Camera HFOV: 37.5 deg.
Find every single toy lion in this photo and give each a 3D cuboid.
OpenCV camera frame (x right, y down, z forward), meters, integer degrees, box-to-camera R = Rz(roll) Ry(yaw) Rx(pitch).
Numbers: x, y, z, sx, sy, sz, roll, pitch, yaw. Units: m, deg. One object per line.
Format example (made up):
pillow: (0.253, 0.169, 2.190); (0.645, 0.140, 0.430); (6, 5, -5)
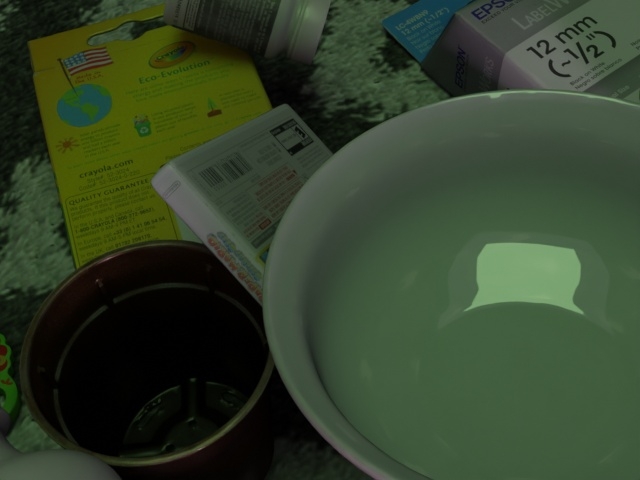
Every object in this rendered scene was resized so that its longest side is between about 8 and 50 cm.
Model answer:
toy lion: (-0.284, 0.118, 0.765); (0.100, 0.034, 0.096); (25, 54, 19)

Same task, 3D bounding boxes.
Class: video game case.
video game case: (0.000, 0.000, 0.689); (0.206, 0.026, 0.227); (48, 24, -1)

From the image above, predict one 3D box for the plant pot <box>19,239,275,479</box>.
plant pot: (-0.102, 0.114, 0.666); (0.167, 0.165, 0.167); (-3, 53, 4)

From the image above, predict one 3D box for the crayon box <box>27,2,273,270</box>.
crayon box: (-0.136, -0.079, 0.852); (0.202, 0.081, 0.318); (-17, 57, -7)

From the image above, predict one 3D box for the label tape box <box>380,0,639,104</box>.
label tape box: (0.255, -0.197, 0.881); (0.249, 0.115, 0.347); (-32, 61, -16)

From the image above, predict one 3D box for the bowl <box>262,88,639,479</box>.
bowl: (0.122, 0.055, 0.544); (0.298, 0.134, 0.297); (-4, 47, 5)

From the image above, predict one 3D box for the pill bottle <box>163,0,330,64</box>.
pill bottle: (-0.064, -0.209, 0.842); (0.137, 0.078, 0.078); (18, 57, -6)

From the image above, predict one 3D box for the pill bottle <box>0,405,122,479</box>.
pill bottle: (-0.141, 0.259, 0.471); (0.229, 0.229, 0.407); (-37, 80, -19)
